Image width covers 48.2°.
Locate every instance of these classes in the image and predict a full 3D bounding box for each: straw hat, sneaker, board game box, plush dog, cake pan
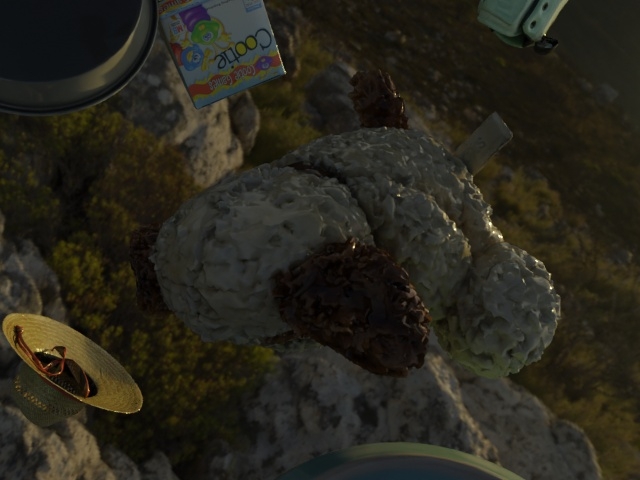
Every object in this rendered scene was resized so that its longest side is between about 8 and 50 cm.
[{"bbox_3d":[-0.231,0.127,0.621,0.144,0.061,0.144,38,0,0],"label":"straw hat"},{"bbox_3d":[0.197,-0.258,0.617,0.094,0.151,0.256,32,-2,18],"label":"sneaker"},{"bbox_3d":[-0.174,-0.339,1.070,0.144,0.142,0.275,-24,42,-6],"label":"board game box"},{"bbox_3d":[0.000,0.000,0.472,0.225,0.262,0.211,-23,109,-49],"label":"plush dog"},{"bbox_3d":[-0.339,-0.293,0.842,0.293,0.054,0.293,4,76,-16],"label":"cake pan"}]

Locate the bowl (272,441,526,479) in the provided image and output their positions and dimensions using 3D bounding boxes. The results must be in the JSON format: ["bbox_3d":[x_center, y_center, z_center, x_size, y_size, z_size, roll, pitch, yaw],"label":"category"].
[{"bbox_3d":[0.043,0.226,0.356,0.311,0.163,0.311,2,38,-1],"label":"bowl"}]
